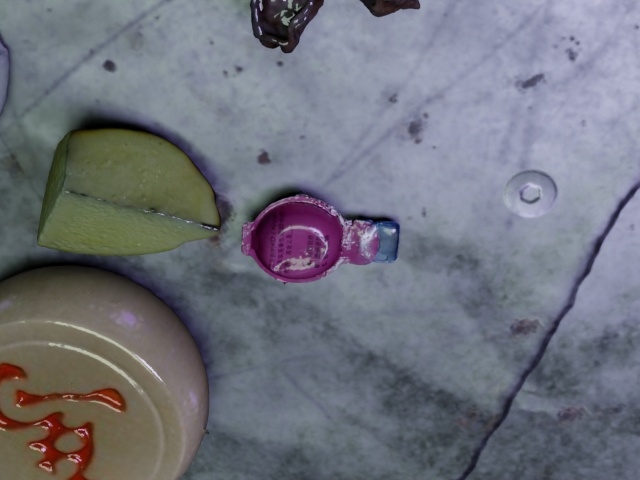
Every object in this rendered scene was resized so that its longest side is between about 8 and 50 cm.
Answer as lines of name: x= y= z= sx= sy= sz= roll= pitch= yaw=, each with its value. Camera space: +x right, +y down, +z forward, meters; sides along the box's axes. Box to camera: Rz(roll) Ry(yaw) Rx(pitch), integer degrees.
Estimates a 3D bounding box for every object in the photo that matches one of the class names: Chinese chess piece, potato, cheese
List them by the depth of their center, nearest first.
potato: x=-0.176 y=-0.038 z=1.149 sx=0.149 sy=0.081 sz=0.120 roll=14 pitch=153 yaw=-21
cheese: x=0.000 y=0.000 z=1.157 sx=0.145 sy=0.038 sz=0.095 roll=2 pitch=122 yaw=-3
Chinese chess piece: x=-0.240 y=0.152 z=1.232 sx=0.273 sy=0.102 sz=0.273 roll=2 pitch=121 yaw=4

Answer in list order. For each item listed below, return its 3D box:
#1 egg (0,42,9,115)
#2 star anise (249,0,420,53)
egg: x=-0.416 y=-0.098 z=1.070 sx=0.270 sy=0.162 sz=0.206 roll=5 pitch=119 yaw=4
star anise: x=-0.035 y=-0.250 z=0.982 sx=0.220 sy=0.099 sz=0.214 roll=-1 pitch=111 yaw=7
